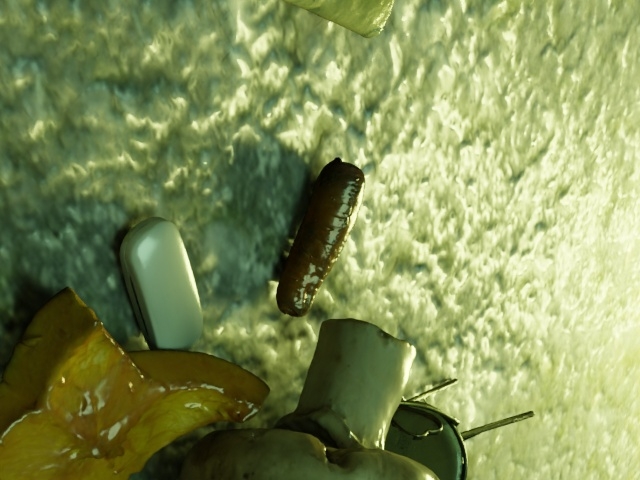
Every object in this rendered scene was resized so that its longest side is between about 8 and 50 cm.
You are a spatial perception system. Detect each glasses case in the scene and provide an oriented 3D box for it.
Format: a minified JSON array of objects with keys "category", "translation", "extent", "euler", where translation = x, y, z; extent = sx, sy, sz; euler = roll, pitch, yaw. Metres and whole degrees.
[{"category":"glasses case","translation":[-0.155,0.049,1.245],"extent":[0.063,0.041,0.164],"euler":[-36,135,-28]}]

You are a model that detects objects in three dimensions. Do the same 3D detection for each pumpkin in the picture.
[{"category":"pumpkin","translation":[-0.217,0.186,1.198],"extent":[0.258,0.095,0.290],"euler":[-54,141,-1]}]

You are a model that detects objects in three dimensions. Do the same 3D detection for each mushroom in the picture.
[{"category":"mushroom","translation":[-0.002,0.226,1.358],"extent":[0.292,0.293,0.290],"euler":[27,70,-53]}]

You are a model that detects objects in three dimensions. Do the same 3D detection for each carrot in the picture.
[{"category":"carrot","translation":[0.000,0.000,1.395],"extent":[0.060,0.060,0.186],"euler":[12,102,-52]}]

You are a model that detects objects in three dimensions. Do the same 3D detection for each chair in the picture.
[{"category":"chair","translation":[0.126,0.266,1.616],"extent":[0.326,0.160,0.170],"euler":[-3,111,-54]}]

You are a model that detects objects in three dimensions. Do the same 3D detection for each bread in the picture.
[{"category":"bread","translation":[0.014,-0.288,1.250],"extent":[0.178,0.060,0.139],"euler":[14,97,-52]}]
